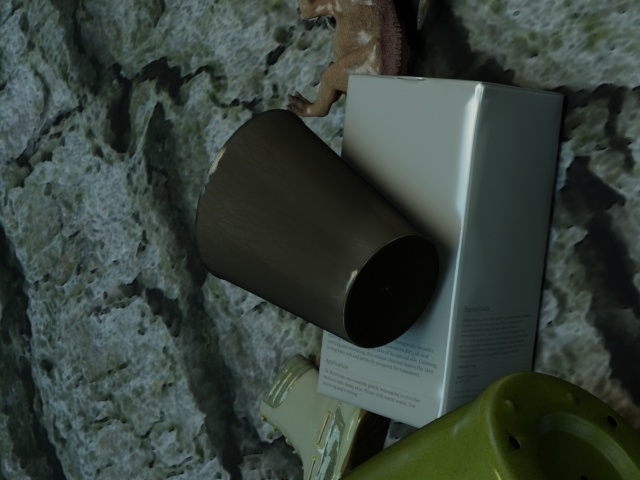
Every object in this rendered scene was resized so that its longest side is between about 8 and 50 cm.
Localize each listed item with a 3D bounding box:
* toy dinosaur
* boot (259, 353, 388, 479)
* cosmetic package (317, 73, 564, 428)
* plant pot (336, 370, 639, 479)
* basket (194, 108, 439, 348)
[{"bbox_3d":[0.064,-0.233,1.477,0.200,0.127,0.295,2,97,39],"label":"toy dinosaur"},{"bbox_3d":[-0.014,0.266,1.583,0.165,0.077,0.213,30,106,41],"label":"boot"},{"bbox_3d":[0.127,0.008,1.383,0.197,0.155,0.365,14,100,46],"label":"cosmetic package"},{"bbox_3d":[0.150,0.318,1.209,0.353,0.366,0.366,-53,56,31],"label":"plant pot"},{"bbox_3d":[0.000,0.000,1.303,0.227,0.154,0.204,34,117,40],"label":"basket"}]
